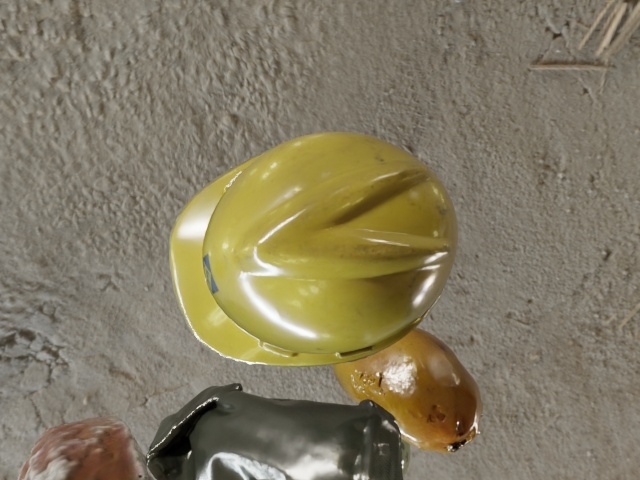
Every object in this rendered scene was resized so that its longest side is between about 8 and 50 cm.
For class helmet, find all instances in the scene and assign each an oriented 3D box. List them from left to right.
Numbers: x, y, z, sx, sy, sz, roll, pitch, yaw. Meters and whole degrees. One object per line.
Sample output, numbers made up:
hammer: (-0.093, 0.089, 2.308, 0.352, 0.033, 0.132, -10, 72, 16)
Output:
helmet: (0.000, 0.000, 0.370, 0.257, 0.140, 0.205, -14, 83, -7)

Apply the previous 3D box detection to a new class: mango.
mango: (0.123, 0.196, 0.707, 0.156, 0.249, 0.151, 2, 112, -46)

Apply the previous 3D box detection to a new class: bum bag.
bum bag: (-0.046, 0.221, 0.497, 0.326, 0.142, 0.079, 1, 142, 32)

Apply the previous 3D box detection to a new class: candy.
candy: (-0.296, 0.339, 0.602, 0.157, 0.289, 0.214, 4, 82, -35)

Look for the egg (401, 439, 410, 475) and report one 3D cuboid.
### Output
egg: (0.115, 0.466, 1.073, 0.177, 0.228, 0.177, 2, 77, -9)
